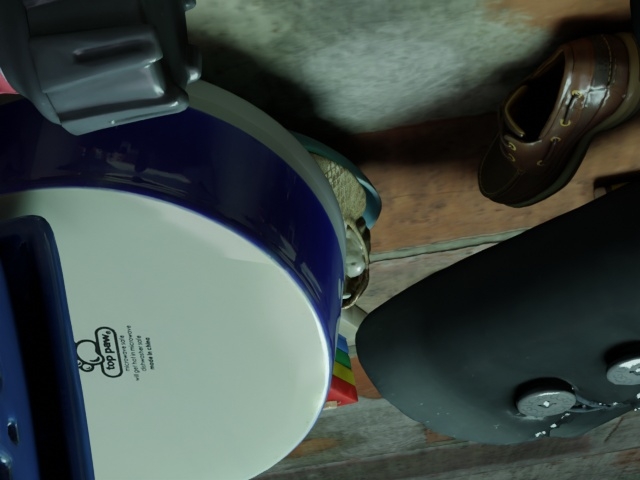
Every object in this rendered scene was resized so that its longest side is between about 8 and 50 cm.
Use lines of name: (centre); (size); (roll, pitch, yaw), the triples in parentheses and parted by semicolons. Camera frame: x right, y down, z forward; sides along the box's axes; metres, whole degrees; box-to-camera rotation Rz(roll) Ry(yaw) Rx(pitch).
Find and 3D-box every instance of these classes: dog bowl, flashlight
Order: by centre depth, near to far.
flashlight: (-0.209, -0.069, 0.850); (0.304, 0.103, 0.103); (-8, 130, 15)
dog bowl: (-0.119, 0.031, 1.039); (0.265, 0.104, 0.265); (2, 133, 3)

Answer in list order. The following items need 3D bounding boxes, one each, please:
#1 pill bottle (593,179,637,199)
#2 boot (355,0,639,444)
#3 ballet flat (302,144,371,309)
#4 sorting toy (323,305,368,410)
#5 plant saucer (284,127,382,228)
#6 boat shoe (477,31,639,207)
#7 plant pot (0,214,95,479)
pill bottle: (0.270, -0.019, 1.367); (0.116, 0.065, 0.065); (-10, 164, 6)
boot: (0.176, -0.010, 1.057); (0.367, 0.146, 0.445); (23, 150, -32)
ballet flat: (0.000, 0.000, 1.131); (0.073, 0.067, 0.206); (-10, 164, 10)
sorting toy: (-0.105, 0.110, 1.566); (0.255, 0.089, 0.257); (-13, 164, 14)
plant saucer: (-0.118, -0.017, 1.208); (0.317, 0.044, 0.317); (-8, 164, -2)
boat shoe: (0.136, -0.076, 1.114); (0.060, 0.064, 0.178); (4, 154, -22)
plant pot: (-0.240, 0.101, 0.862); (0.236, 0.236, 0.212); (-16, 168, 22)
